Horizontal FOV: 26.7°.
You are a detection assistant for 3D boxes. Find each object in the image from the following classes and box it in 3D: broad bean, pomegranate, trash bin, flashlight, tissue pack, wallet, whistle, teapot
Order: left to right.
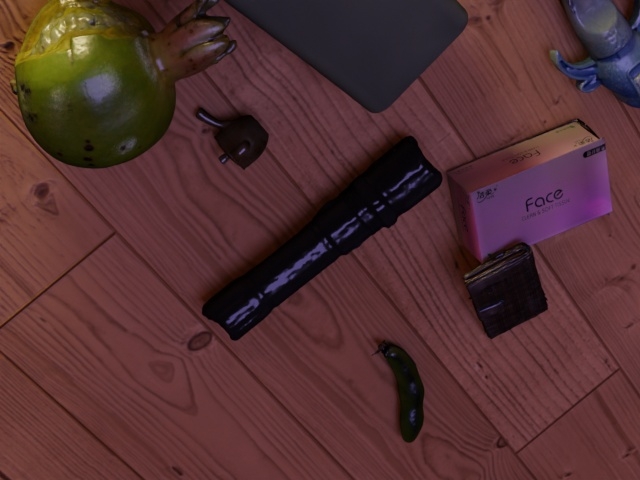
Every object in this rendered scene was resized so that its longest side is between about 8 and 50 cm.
[{"bbox_3d":[-0.252,-0.219,1.754,0.301,0.236,0.236,-17,123,7],"label":"pomegranate"},{"bbox_3d":[-0.129,-0.156,1.947,0.080,0.085,0.110,-43,104,1],"label":"teapot"},{"bbox_3d":[0.000,0.000,2.074,0.424,0.103,0.103,-38,124,1],"label":"flashlight"},{"bbox_3d":[0.021,-0.346,1.832,0.223,0.158,0.343,-45,131,10],"label":"trash bin"},{"bbox_3d":[0.141,0.253,2.296,0.069,0.039,0.227,-30,123,-14],"label":"broad bean"},{"bbox_3d":[0.308,0.086,2.225,0.124,0.042,0.230,-28,152,2],"label":"wallet"},{"bbox_3d":[0.341,-0.077,2.175,0.246,0.092,0.149,-23,124,-12],"label":"tissue pack"},{"bbox_3d":[0.460,-0.301,2.118,0.180,0.093,0.269,-40,118,0],"label":"whistle"}]
